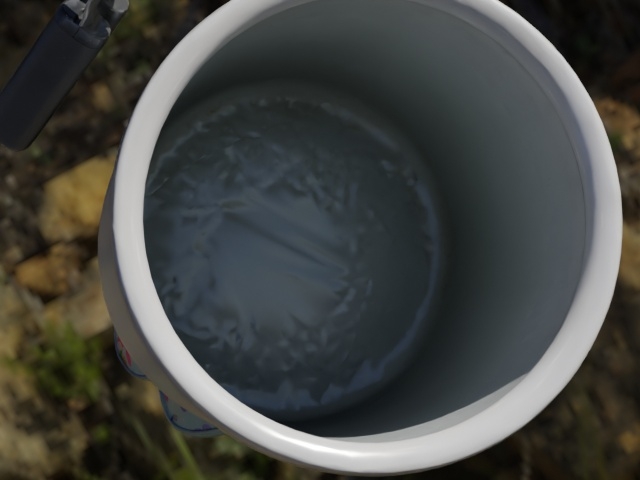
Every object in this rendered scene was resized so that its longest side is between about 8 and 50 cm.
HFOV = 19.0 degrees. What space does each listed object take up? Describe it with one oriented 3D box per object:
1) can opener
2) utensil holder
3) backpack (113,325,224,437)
[{"bbox_3d":[-0.204,-0.186,1.499,0.283,0.095,0.076,-46,12,42],"label":"can opener"},{"bbox_3d":[0.000,0.000,1.381,0.327,0.327,0.385,-29,1,-11],"label":"utensil holder"},{"bbox_3d":[-0.093,0.070,1.900,0.191,0.253,0.225,-4,-6,-37],"label":"backpack"}]
